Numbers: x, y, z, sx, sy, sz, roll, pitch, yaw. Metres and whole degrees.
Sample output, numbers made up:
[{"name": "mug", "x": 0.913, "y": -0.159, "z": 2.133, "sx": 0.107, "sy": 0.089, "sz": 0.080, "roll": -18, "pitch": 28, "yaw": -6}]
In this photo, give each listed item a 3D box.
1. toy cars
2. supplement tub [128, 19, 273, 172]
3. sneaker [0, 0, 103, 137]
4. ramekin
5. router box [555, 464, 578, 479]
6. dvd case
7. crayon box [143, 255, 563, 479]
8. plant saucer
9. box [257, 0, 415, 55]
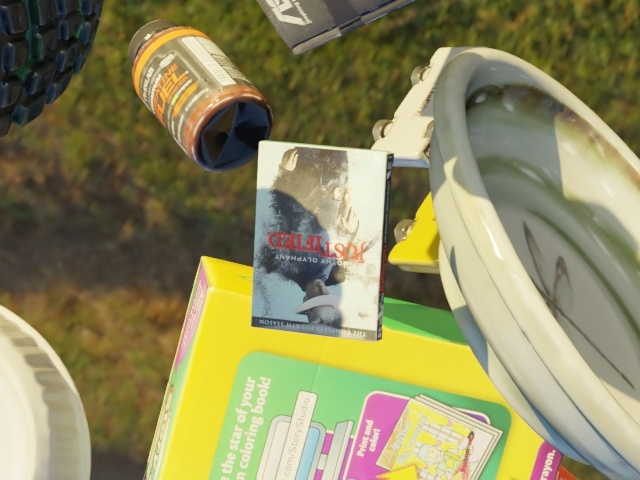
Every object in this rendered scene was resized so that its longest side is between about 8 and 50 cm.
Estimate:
[{"name": "toy cars", "x": 0.155, "y": -0.083, "z": 2.205, "sx": 0.176, "sy": 0.394, "sz": 0.087, "roll": -27, "pitch": 125, "yaw": 14}, {"name": "supplement tub", "x": -0.139, "y": -0.165, "z": 2.076, "sx": 0.198, "sy": 0.106, "sz": 0.106, "roll": 48, "pitch": 164, "yaw": 43}, {"name": "sneaker", "x": -0.257, "y": -0.120, "z": 0.930, "sx": 0.146, "sy": 0.343, "sz": 0.134, "roll": 34, "pitch": 128, "yaw": 42}, {"name": "ramekin", "x": -0.314, "y": 0.162, "z": 1.433, "sx": 0.273, "sy": 0.273, "sz": 0.127, "roll": 23, "pitch": 172, "yaw": 2}, {"name": "router box", "x": 0.079, "y": 0.265, "z": 1.897, "sx": 0.335, "sy": 0.082, "sz": 0.301, "roll": -8, "pitch": 149, "yaw": 31}, {"name": "dvd case", "x": 0.000, "y": 0.000, "z": 1.183, "sx": 0.087, "sy": 0.013, "sz": 0.119, "roll": 7, "pitch": 100, "yaw": 20}, {"name": "crayon box", "x": 0.012, "y": 0.225, "z": 1.549, "sx": 0.313, "sy": 0.106, "sz": 0.363, "roll": 13, "pitch": 103, "yaw": -9}, {"name": "plant saucer", "x": 0.190, "y": 0.049, "z": 1.365, "sx": 0.100, "sy": 0.400, "sz": 0.400, "roll": -37, "pitch": 115, "yaw": 25}, {"name": "box", "x": -0.004, "y": -0.368, "z": 1.450, "sx": 0.318, "sy": 0.097, "sz": 0.395, "roll": -18, "pitch": 112, "yaw": 46}]
